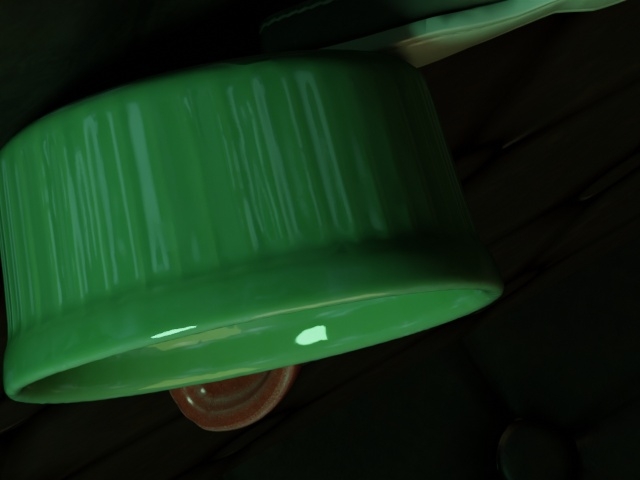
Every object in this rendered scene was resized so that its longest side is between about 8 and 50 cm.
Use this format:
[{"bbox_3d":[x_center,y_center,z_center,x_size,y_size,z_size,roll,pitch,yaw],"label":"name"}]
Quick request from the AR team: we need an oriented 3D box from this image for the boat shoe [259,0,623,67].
[{"bbox_3d":[0.098,-0.170,1.163,0.305,0.091,0.109,-19,178,-7],"label":"boat shoe"}]

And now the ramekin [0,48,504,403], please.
[{"bbox_3d":[-0.053,-0.006,1.133,0.303,0.148,0.303,-12,171,-2],"label":"ramekin"}]

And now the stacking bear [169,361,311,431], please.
[{"bbox_3d":[0.000,0.000,1.493,0.164,0.175,0.289,-15,-164,45],"label":"stacking bear"}]
